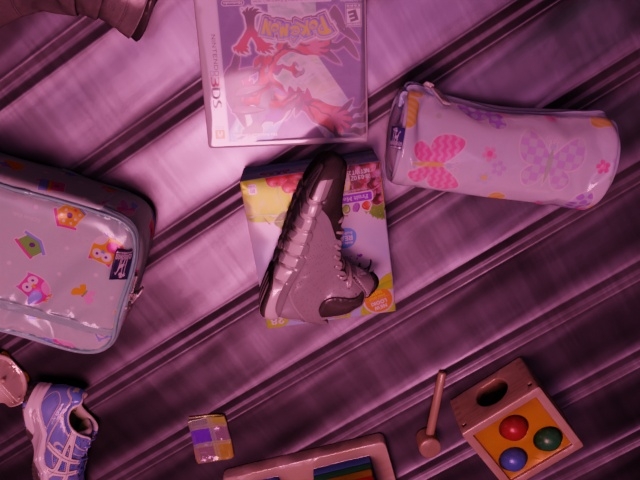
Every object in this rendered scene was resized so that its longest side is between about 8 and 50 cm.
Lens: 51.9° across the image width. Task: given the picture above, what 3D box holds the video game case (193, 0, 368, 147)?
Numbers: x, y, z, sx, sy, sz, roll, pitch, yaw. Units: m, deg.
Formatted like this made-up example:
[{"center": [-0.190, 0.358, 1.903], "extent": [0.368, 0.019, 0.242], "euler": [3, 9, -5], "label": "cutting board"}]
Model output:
[{"center": [-0.044, -0.206, 0.796], "extent": [0.201, 0.023, 0.183], "euler": [-3, 111, -1], "label": "video game case"}]

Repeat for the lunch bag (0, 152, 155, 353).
[{"center": [-0.358, 0.022, 0.829], "extent": [0.279, 0.108, 0.224], "euler": [18, 109, -8], "label": "lunch bag"}]

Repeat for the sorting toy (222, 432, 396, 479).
[{"center": [0.006, 0.454, 1.016], "extent": [0.257, 0.089, 0.255], "euler": [-15, 111, 4], "label": "sorting toy"}]

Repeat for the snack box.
[{"center": [0.000, 0.000, 0.852], "extent": [0.175, 0.070, 0.207], "euler": [-9, 112, 1], "label": "snack box"}]

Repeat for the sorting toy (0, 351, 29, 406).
[{"center": [-0.466, 0.201, 0.933], "extent": [0.075, 0.045, 0.083], "euler": [-27, 110, 16], "label": "sorting toy"}]

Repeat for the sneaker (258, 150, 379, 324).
[{"center": [0.019, 0.008, 0.781], "extent": [0.132, 0.086, 0.228], "euler": [17, 120, -13], "label": "sneaker"}]

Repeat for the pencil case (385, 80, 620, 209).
[{"center": [0.212, -0.112, 0.793], "extent": [0.273, 0.113, 0.124], "euler": [8, 96, -5], "label": "pencil case"}]

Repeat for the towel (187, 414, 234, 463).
[{"center": [-0.166, 0.301, 0.994], "extent": [0.060, 0.009, 0.083], "euler": [-6, 111, 1], "label": "towel"}]

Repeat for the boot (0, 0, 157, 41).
[{"center": [-0.297, -0.266, 0.718], "extent": [0.223, 0.118, 0.338], "euler": [19, 126, -26], "label": "boot"}]

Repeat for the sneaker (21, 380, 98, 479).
[{"center": [-0.367, 0.302, 0.952], "extent": [0.081, 0.080, 0.211], "euler": [-3, 112, 3], "label": "sneaker"}]

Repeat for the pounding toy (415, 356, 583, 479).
[{"center": [0.234, 0.270, 0.949], "extent": [0.206, 0.094, 0.181], "euler": [-36, 108, 11], "label": "pounding toy"}]
